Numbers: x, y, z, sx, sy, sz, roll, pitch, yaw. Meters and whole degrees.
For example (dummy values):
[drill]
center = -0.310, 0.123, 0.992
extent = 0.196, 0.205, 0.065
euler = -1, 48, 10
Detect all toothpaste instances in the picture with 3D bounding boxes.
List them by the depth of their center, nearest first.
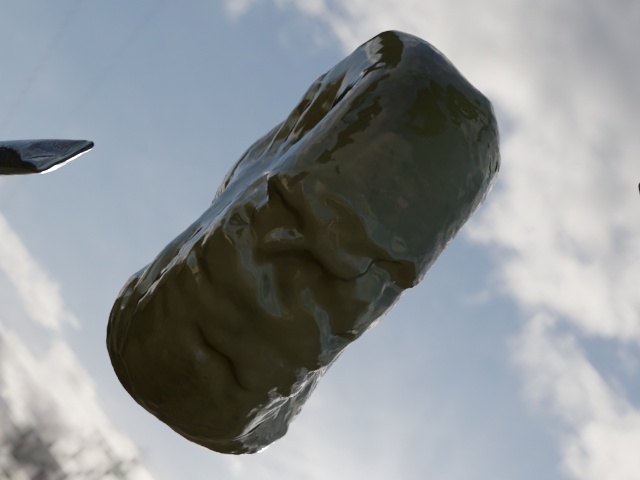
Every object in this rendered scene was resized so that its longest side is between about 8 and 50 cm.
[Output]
[toothpaste]
center = -0.264, -0.073, 1.621
extent = 0.197, 0.057, 0.035
euler = 2, -62, 57

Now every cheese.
[cheese]
center = 0.000, 0.000, 0.912
extent = 0.117, 0.226, 0.214
euler = 42, -62, -4

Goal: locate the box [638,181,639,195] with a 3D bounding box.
[box]
center = 0.263, -0.049, 1.201
extent = 0.115, 0.048, 0.025
euler = -35, -123, 41
